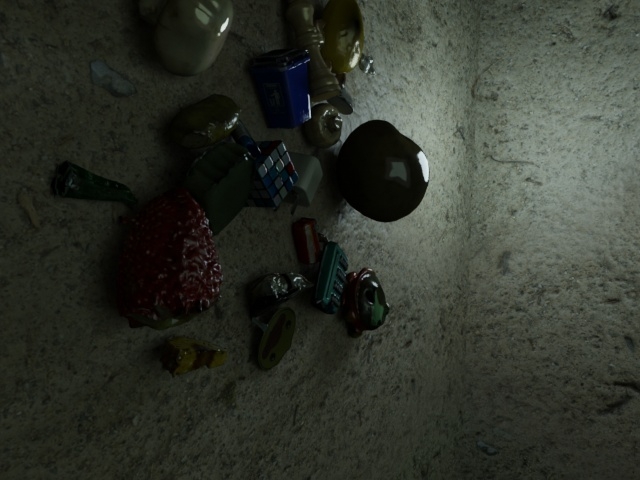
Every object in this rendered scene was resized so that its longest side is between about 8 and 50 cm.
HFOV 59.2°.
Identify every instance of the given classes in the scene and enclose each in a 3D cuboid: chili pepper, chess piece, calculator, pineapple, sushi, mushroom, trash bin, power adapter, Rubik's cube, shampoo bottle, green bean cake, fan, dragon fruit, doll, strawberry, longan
[{"bbox_3d":[-0.530,-0.119,1.363,0.227,0.059,0.088,21,80,-58],"label":"chili pepper"},{"bbox_3d":[-0.039,-0.676,1.913,0.117,0.117,0.397,-17,91,-53],"label":"chess piece"},{"bbox_3d":[0.043,0.151,2.105,0.274,0.058,0.248,52,51,-68],"label":"calculator"},{"bbox_3d":[-0.372,0.312,1.552,0.233,0.135,0.080,19,90,-65],"label":"pineapple"},{"bbox_3d":[-0.136,0.150,1.886,0.273,0.134,0.109,-25,81,-41],"label":"sushi"},{"bbox_3d":[-0.358,-0.569,1.459,0.234,0.254,0.260,29,87,-7],"label":"mushroom"},{"bbox_3d":[-0.113,-0.496,1.837,0.184,0.162,0.235,-42,130,-45],"label":"trash bin"},{"bbox_3d":[0.018,-0.416,2.046,0.166,0.127,0.166,-20,115,-50],"label":"mushroom"},{"bbox_3d":[-0.090,-0.176,1.893,0.125,0.130,0.205,72,37,-59],"label":"power adapter"},{"bbox_3d":[-0.186,-0.205,1.748,0.155,0.154,0.151,-55,134,-36],"label":"Rubik's cube"},{"bbox_3d":[-0.232,-0.307,1.667,0.050,0.183,0.087,-33,140,0],"label":"shampoo bottle"},{"bbox_3d":[-0.283,-0.153,1.573,0.222,0.125,0.227,-49,166,-35],"label":"green bean cake"},{"bbox_3d":[-0.160,0.317,1.883,0.230,0.011,0.335,-65,152,-17],"label":"fan"},{"bbox_3d":[0.187,0.260,2.336,0.268,0.130,0.295,5,88,-60],"label":"dragon fruit"},{"bbox_3d":[0.078,-0.682,2.084,0.423,0.161,0.348,-57,132,-28],"label":"doll"},{"bbox_3d":[-0.397,0.049,1.423,0.292,0.292,0.344,-1,69,-55],"label":"strawberry"},{"bbox_3d":[0.240,-0.263,2.188,0.404,0.336,0.405,-4,96,-42],"label":"longan"}]

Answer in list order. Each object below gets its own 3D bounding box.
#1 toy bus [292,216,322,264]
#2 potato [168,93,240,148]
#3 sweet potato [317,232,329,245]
[{"bbox_3d":[-0.047,0.008,2.029,0.077,0.079,0.174,-30,118,-45],"label":"toy bus"},{"bbox_3d":[-0.320,-0.323,1.560,0.113,0.149,0.251,91,25,-42],"label":"potato"},{"bbox_3d":[0.002,-0.006,2.125,0.153,0.038,0.041,36,65,-64],"label":"sweet potato"}]
